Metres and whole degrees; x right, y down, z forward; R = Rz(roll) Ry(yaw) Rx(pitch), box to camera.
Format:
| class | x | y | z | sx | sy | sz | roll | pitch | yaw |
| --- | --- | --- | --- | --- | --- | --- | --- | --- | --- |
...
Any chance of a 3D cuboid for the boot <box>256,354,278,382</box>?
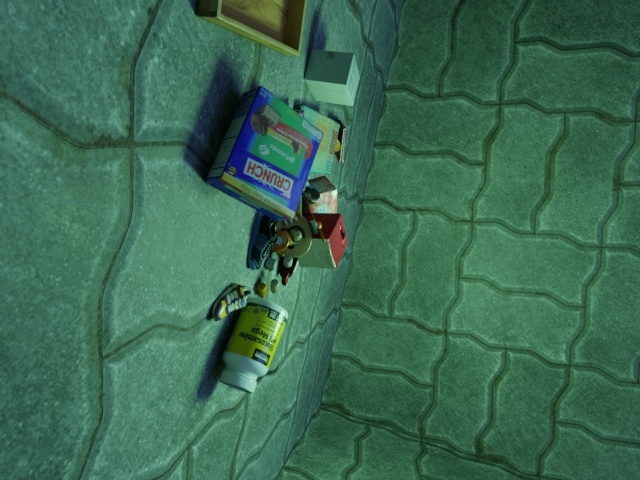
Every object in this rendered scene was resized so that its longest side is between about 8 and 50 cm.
| class | x | y | z | sx | sy | sz | roll | pitch | yaw |
| --- | --- | --- | --- | --- | --- | --- | --- | --- | --- |
| boot | -0.261 | 0.496 | 1.891 | 0.338 | 0.118 | 0.223 | 1 | 96 | -80 |

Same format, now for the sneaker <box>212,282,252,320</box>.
| class | x | y | z | sx | sy | sz | roll | pitch | yaw |
| --- | --- | --- | --- | --- | --- | --- | --- | --- | --- |
| sneaker | -0.314 | 0.222 | 1.496 | 0.185 | 0.083 | 0.070 | -60 | 158 | -49 |

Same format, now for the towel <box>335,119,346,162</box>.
| class | x | y | z | sx | sy | sz | roll | pitch | yaw |
| --- | --- | --- | --- | --- | --- | --- | --- | --- | --- |
| towel | 0.113 | -0.564 | 2.359 | 0.275 | 0.031 | 0.199 | -100 | -166 | -65 |

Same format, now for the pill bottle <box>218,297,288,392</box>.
| class | x | y | z | sx | sy | sz | roll | pitch | yaw |
| --- | --- | --- | --- | --- | --- | --- | --- | --- | --- |
| pill bottle | -0.265 | 0.408 | 1.631 | 0.188 | 0.187 | 0.334 | 77 | 29 | -59 |

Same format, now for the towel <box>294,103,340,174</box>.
| class | x | y | z | sx | sy | sz | roll | pitch | yaw |
| --- | --- | --- | --- | --- | --- | --- | --- | --- | --- |
| towel | -0.024 | -0.452 | 1.923 | 0.370 | 0.040 | 0.272 | -2 | 105 | -59 |

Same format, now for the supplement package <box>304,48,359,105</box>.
| class | x | y | z | sx | sy | sz | roll | pitch | yaw |
| --- | --- | --- | --- | --- | --- | --- | --- | --- | --- |
| supplement package | 0.057 | -0.727 | 1.869 | 0.203 | 0.194 | 0.149 | 28 | 76 | -76 |

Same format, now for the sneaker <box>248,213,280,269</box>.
| class | x | y | z | sx | sy | sz | roll | pitch | yaw |
| --- | --- | --- | --- | --- | --- | --- | --- | --- | --- |
| sneaker | -0.221 | 0.011 | 1.653 | 0.081 | 0.090 | 0.232 | -13 | 114 | -74 |

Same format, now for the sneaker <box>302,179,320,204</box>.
| class | x | y | z | sx | sy | sz | roll | pitch | yaw |
| --- | --- | --- | --- | --- | --- | --- | --- | --- | --- |
| sneaker | -0.080 | -0.231 | 1.889 | 0.072 | 0.178 | 0.077 | -30 | 167 | -28 |

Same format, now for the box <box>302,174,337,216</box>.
| class | x | y | z | sx | sy | sz | roll | pitch | yaw |
| --- | --- | --- | --- | --- | --- | --- | --- | --- | --- |
| box | -0.015 | -0.151 | 2.085 | 0.142 | 0.154 | 0.300 | -125 | -156 | -43 |

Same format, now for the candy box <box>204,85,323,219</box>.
| class | x | y | z | sx | sy | sz | roll | pitch | yaw |
| --- | --- | --- | --- | --- | --- | --- | --- | --- | --- |
| candy box | -0.164 | -0.261 | 1.294 | 0.268 | 0.122 | 0.317 | 29 | 74 | -35 |

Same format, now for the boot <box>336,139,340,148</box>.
| class | x | y | z | sx | sy | sz | roll | pitch | yaw |
| --- | --- | --- | --- | --- | --- | --- | --- | --- | --- |
| boot | 0.005 | -0.444 | 2.140 | 0.211 | 0.104 | 0.295 | -71 | 160 | -4 |

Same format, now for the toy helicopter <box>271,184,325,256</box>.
| class | x | y | z | sx | sy | sz | roll | pitch | yaw |
| --- | --- | --- | --- | --- | --- | --- | --- | --- | --- |
| toy helicopter | -0.094 | -0.104 | 1.786 | 0.140 | 0.234 | 0.355 | 131 | -38 | -81 |

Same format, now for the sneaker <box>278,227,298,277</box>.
| class | x | y | z | sx | sy | sz | roll | pitch | yaw |
| --- | --- | --- | --- | --- | --- | --- | --- | --- | --- |
| sneaker | -0.127 | 0.050 | 2.046 | 0.145 | 0.090 | 0.270 | -7 | 106 | -72 |

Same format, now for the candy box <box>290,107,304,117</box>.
| class | x | y | z | sx | sy | sz | roll | pitch | yaw |
| --- | --- | --- | --- | --- | --- | --- | --- | --- | --- |
| candy box | -0.140 | -0.425 | 1.628 | 0.233 | 0.071 | 0.159 | -48 | 148 | -63 |

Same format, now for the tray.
| class | x | y | z | sx | sy | sz | roll | pitch | yaw |
| --- | --- | --- | --- | --- | --- | --- | --- | --- | --- |
| tray | -0.174 | -0.674 | 1.171 | 0.411 | 0.076 | 0.203 | -19 | 121 | -61 |

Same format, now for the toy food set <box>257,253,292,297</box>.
| class | x | y | z | sx | sy | sz | roll | pitch | yaw |
| --- | --- | --- | --- | --- | --- | --- | --- | --- | --- |
| toy food set | -0.193 | 0.149 | 1.854 | 0.104 | 0.111 | 0.232 | 102 | 7 | -60 |

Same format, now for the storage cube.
| class | x | y | z | sx | sy | sz | roll | pitch | yaw |
| --- | --- | --- | --- | --- | --- | --- | --- | --- | --- |
| storage cube | 0.000 | 0.000 | 1.936 | 0.193 | 0.214 | 0.184 | -61 | 146 | -45 |
